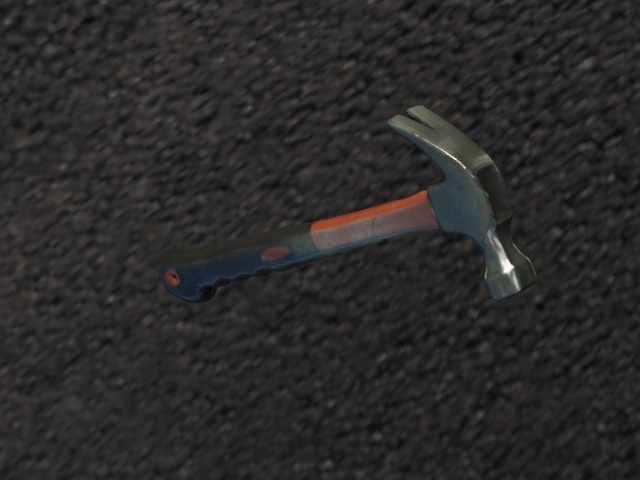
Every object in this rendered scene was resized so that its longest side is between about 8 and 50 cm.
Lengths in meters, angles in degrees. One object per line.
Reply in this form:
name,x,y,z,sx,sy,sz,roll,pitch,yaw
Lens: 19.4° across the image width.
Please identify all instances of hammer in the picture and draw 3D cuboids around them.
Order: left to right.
hammer,0.000,0.000,1.089,0.288,0.033,0.111,-16,97,48
